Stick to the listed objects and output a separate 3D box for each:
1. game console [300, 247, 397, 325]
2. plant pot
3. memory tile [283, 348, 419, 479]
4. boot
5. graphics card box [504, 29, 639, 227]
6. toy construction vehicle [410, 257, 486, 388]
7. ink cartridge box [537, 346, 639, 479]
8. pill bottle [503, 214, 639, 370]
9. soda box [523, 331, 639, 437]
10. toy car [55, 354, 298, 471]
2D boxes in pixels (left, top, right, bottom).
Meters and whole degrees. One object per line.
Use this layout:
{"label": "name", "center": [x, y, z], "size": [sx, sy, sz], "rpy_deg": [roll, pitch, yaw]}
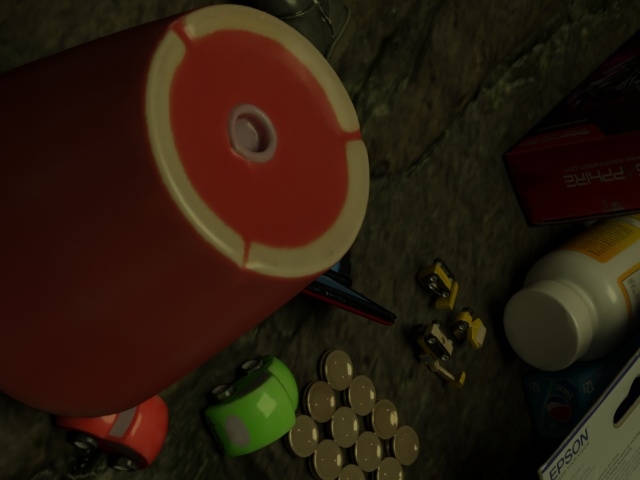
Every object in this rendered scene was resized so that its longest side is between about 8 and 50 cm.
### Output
{"label": "game console", "center": [0.000, 0.000, 1.498], "size": [0.144, 0.124, 0.085], "rpy_deg": [22, 95, -42]}
{"label": "plant pot", "center": [-0.115, -0.034, 1.232], "size": [0.275, 0.243, 0.275], "rpy_deg": [18, 61, -37]}
{"label": "memory tile", "center": [0.029, 0.177, 1.551], "size": [0.148, 0.012, 0.113], "rpy_deg": [49, 52, -29]}
{"label": "boot", "center": [-0.058, -0.219, 1.473], "size": [0.208, 0.076, 0.190], "rpy_deg": [59, 33, -32]}
{"label": "graphics card box", "center": [0.382, -0.149, 1.810], "size": [0.371, 0.232, 0.094], "rpy_deg": [-39, 111, -41]}
{"label": "toy construction vehicle", "center": [0.115, 0.080, 1.645], "size": [0.098, 0.035, 0.086], "rpy_deg": [50, 41, -32]}
{"label": "ink cartridge box", "center": [0.299, 0.229, 1.704], "size": [0.324, 0.071, 0.330], "rpy_deg": [-43, 132, -34]}
{"label": "pill bottle", "center": [0.276, 0.051, 1.752], "size": [0.208, 0.117, 0.118], "rpy_deg": [-30, 106, -45]}
{"label": "soda box", "center": [0.300, 0.135, 1.798], "size": [0.210, 0.071, 0.067], "rpy_deg": [-25, 104, -45]}
{"label": "toy car", "center": [-0.083, 0.164, 1.405], "size": [0.225, 0.053, 0.239], "rpy_deg": [-41, 113, -42]}
